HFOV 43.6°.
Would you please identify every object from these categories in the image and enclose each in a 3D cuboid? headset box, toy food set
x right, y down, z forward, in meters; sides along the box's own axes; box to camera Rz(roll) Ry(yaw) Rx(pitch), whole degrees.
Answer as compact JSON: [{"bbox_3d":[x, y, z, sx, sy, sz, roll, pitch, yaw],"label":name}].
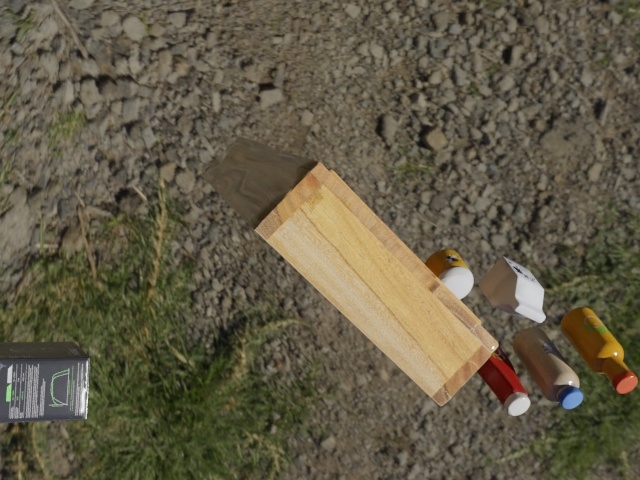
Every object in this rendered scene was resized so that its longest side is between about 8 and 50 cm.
[{"bbox_3d":[-0.644,0.288,1.654,0.283,0.246,0.131,3,90,-25],"label":"headset box"},{"bbox_3d":[0.195,0.101,0.789,0.232,0.104,0.111,26,112,-30],"label":"toy food set"}]

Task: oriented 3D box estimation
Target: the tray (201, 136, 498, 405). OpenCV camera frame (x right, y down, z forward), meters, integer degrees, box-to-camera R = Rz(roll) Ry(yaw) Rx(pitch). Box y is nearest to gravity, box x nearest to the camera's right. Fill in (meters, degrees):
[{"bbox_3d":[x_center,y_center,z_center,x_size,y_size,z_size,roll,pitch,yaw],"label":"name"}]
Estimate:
[{"bbox_3d":[0.000,0.000,0.773,0.076,0.411,0.203,-46,106,-3],"label":"tray"}]
